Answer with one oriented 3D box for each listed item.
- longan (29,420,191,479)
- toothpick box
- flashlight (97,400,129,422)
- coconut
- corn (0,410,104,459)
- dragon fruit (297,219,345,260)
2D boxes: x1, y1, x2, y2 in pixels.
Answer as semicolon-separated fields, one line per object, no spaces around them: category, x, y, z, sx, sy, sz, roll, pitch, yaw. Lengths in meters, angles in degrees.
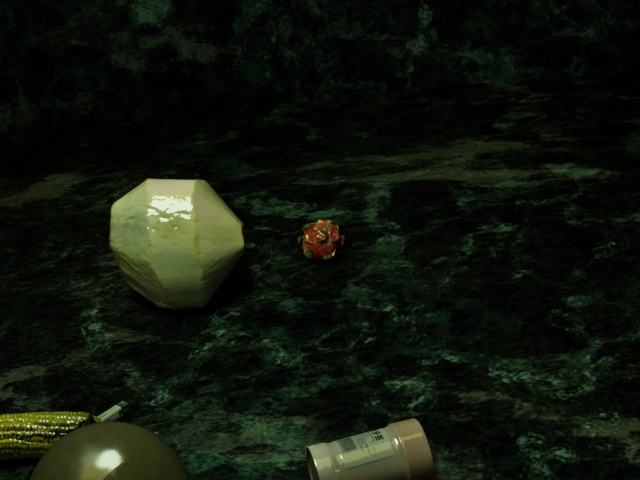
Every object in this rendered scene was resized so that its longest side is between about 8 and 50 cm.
longan;-0.267;0.325;1.411;0.220;0.196;0.196;-18;22;7
toothpick box;0.065;0.297;1.478;0.149;0.098;0.098;-13;23;-10
flashlight;-0.333;0.277;1.765;0.018;0.018;0.083;12;30;39
coconut;-0.261;0.000;2.111;0.259;0.259;0.259;-7;22;3
corn;-0.422;0.291;1.697;0.203;0.072;0.072;-4;23;7
dragon fruit;-0.002;0.001;2.240;0.086;0.081;0.116;-24;4;-30
